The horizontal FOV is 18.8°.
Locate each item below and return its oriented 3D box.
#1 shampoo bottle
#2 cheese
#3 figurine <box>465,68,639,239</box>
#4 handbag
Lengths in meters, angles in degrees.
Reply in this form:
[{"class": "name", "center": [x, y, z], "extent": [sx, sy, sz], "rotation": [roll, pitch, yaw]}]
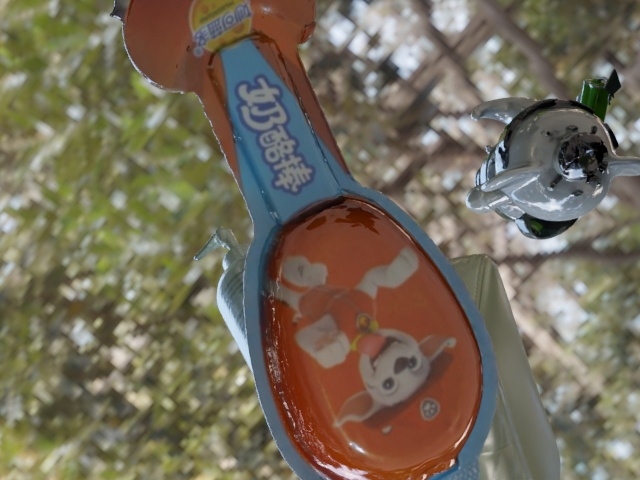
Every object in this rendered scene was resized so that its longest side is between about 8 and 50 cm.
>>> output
[{"class": "shampoo bottle", "center": [-0.029, 0.045, 1.155], "extent": [0.056, 0.056, 0.195], "rotation": [13, -153, -29]}, {"class": "cheese", "center": [0.000, 0.000, 0.776], "extent": [0.106, 0.037, 0.256], "rotation": [-28, -79, -24]}, {"class": "figurine", "center": [0.188, -0.065, 1.617], "extent": [0.147, 0.192, 0.126], "rotation": [-14, -90, -17]}, {"class": "handbag", "center": [0.101, 0.156, 1.277], "extent": [0.219, 0.079, 0.256], "rotation": [-81, -24, -46]}]
